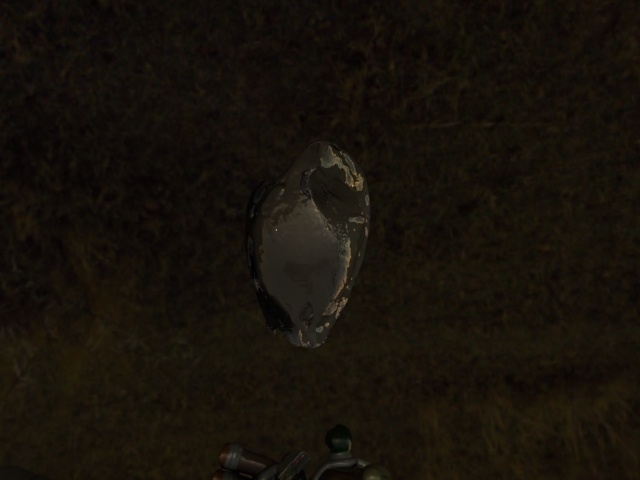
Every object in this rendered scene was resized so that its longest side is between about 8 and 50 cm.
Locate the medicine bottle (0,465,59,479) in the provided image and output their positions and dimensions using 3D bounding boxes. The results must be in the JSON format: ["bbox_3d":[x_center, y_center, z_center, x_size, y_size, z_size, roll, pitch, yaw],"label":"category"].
[{"bbox_3d":[-0.254,0.368,0.814,0.232,0.237,0.238,17,151,7],"label":"medicine bottle"}]

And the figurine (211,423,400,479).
[{"bbox_3d":[-0.008,0.247,0.796,0.197,0.147,0.093,16,167,1],"label":"figurine"}]

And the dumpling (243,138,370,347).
[{"bbox_3d":[-0.018,0.001,1.156,0.163,0.204,0.292,3,106,6],"label":"dumpling"}]
